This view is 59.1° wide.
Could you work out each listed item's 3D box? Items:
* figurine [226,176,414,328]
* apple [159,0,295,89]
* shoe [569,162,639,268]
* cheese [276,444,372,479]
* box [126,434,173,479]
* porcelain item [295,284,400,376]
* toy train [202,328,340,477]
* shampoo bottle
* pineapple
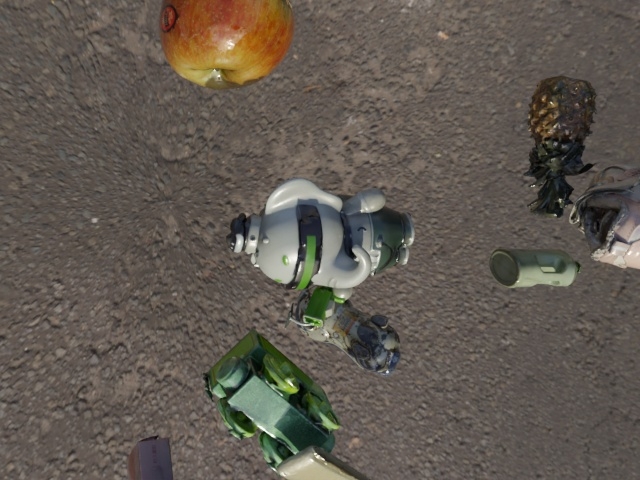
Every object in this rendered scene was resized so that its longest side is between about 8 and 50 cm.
[{"bbox_3d":[0.000,0.000,0.578,0.192,0.126,0.147,2,135,-14],"label":"figurine"},{"bbox_3d":[-0.211,-0.451,1.221,0.277,0.309,0.250,24,96,-22],"label":"apple"},{"bbox_3d":[0.635,-0.067,1.196,0.198,0.351,0.172,11,119,-8],"label":"shoe"},{"bbox_3d":[0.072,0.481,1.069,0.085,0.034,0.400,-38,127,11],"label":"cheese"},{"bbox_3d":[-0.296,0.433,0.986,0.060,0.111,0.156,3,53,-28],"label":"box"},{"bbox_3d":[0.070,0.222,1.385,0.288,0.186,0.138,29,71,21],"label":"porcelain item"},{"bbox_3d":[-0.086,0.299,1.053,0.159,0.188,0.272,-44,112,1],"label":"toy train"},{"bbox_3d":[0.543,0.066,1.386,0.234,0.118,0.087,1,113,-21],"label":"shampoo bottle"},{"bbox_3d":[0.532,-0.202,1.262,0.141,0.170,0.310,7,92,-29],"label":"pineapple"}]
